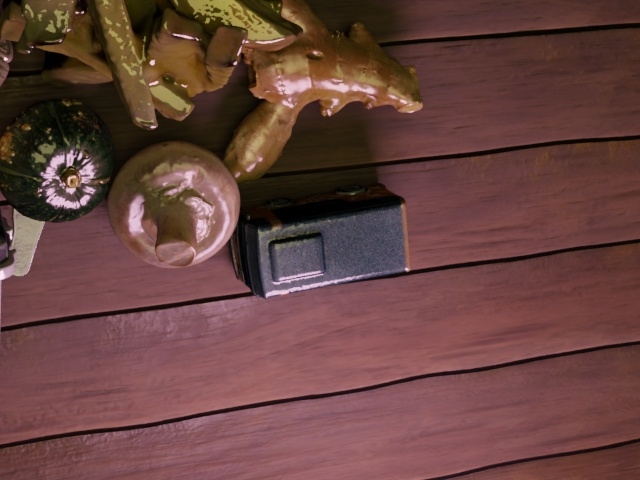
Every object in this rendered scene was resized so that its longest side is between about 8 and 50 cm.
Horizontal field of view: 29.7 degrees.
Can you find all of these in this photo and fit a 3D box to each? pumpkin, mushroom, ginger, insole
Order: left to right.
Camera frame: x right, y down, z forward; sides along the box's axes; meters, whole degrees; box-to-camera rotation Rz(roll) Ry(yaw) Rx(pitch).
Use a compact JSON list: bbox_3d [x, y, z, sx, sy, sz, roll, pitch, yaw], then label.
[{"bbox_3d":[-0.463,-0.017,1.897,0.053,0.002,0.152,13,99,-21],"label":"insole"},{"bbox_3d":[-0.398,-0.119,1.815,0.190,0.146,0.190,-4,99,-28],"label":"pumpkin"},{"bbox_3d":[-0.261,-0.282,1.661,0.413,0.211,0.358,-15,144,24],"label":"ginger"},{"bbox_3d":[-0.224,-0.040,1.854,0.207,0.215,0.207,-4,122,-6],"label":"mushroom"},{"bbox_3d":[-0.034,-0.302,1.919,0.348,0.122,0.363,-19,102,-13],"label":"ginger"}]

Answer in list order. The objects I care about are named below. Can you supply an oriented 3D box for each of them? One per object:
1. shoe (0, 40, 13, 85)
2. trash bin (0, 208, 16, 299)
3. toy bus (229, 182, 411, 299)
[{"bbox_3d":[-0.575,-0.206,1.701,0.172,0.198,0.351,36,45,-34],"label":"shoe"},{"bbox_3d":[-0.569,0.138,1.758,0.256,0.296,0.367,-3,110,-18],"label":"trash bin"},{"bbox_3d":[0.000,0.000,1.965,0.275,0.167,0.138,-10,106,-15],"label":"toy bus"}]
